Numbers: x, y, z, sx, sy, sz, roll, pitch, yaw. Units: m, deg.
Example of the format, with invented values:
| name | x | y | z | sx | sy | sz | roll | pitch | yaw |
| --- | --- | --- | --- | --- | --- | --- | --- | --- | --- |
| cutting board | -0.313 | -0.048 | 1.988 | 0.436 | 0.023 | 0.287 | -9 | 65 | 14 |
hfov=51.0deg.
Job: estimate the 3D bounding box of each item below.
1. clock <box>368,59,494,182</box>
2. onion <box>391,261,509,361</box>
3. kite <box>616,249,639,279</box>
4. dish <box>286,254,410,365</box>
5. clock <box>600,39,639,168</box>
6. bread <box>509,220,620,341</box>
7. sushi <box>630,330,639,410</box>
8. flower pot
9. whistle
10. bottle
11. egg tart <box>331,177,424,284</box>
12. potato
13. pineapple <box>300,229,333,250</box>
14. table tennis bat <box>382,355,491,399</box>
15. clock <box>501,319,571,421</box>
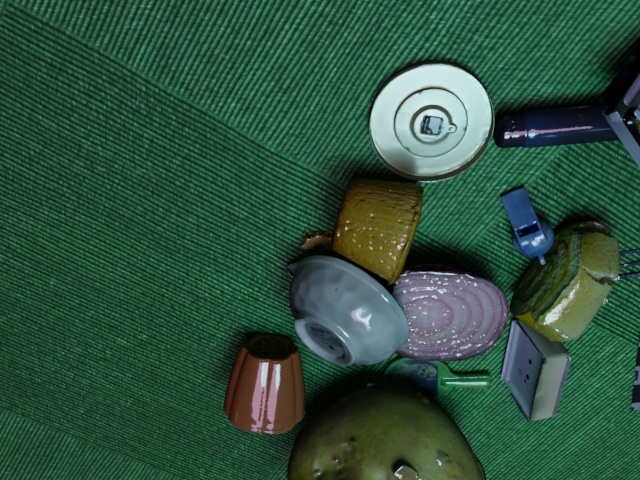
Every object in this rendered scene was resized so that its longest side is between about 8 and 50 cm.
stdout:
| name | x | y | z | sx | sy | sz | roll | pitch | yaw |
| --- | --- | --- | --- | --- | --- | --- | --- | --- | --- |
| clock | 0.206 | -0.218 | 1.251 | 0.235 | 0.029 | 0.235 | 0 | 122 | 1 |
| onion | 0.267 | 0.136 | 1.426 | 0.247 | 0.111 | 0.250 | 0 | 123 | 1 |
| kite | 0.707 | 0.035 | 1.414 | 0.229 | 0.016 | 0.127 | -11 | 119 | 4 |
| dish | 0.033 | 0.165 | 1.367 | 0.303 | 0.120 | 0.303 | 28 | 148 | 20 |
| clock | 0.595 | -0.241 | 1.150 | 0.186 | 0.083 | 0.253 | 45 | 75 | -23 |
| bread | 0.501 | 0.085 | 1.349 | 0.124 | 0.186 | 0.257 | 25 | 112 | -9 |
| sushi | 0.907 | 0.269 | 1.527 | 0.343 | 0.064 | 0.359 | -7 | 123 | 6 |
| flower pot | -0.122 | 0.315 | 1.518 | 0.191 | 0.190 | 0.173 | 5 | 112 | -2 |
| whistle | 0.420 | -0.025 | 1.351 | 0.090 | 0.090 | 0.158 | -22 | 80 | 14 |
| bottle | 0.444 | -0.210 | 1.229 | 0.244 | 0.082 | 0.072 | -4 | 78 | 3 |
| egg tart | 0.105 | -0.027 | 1.287 | 0.147 | 0.202 | 0.202 | 15 | 122 | 3 |
| potato | 0.111 | 0.512 | 1.522 | 0.442 | 0.385 | 0.319 | -32 | 101 | 12 |
| pineapple | 0.000 | 0.000 | 1.402 | 0.083 | 0.019 | 0.045 | 4 | 128 | -2 |
| table tennis bat | 0.276 | 0.333 | 1.599 | 0.257 | 0.039 | 0.160 | 0 | 125 | 4 |
| clock | 0.476 | 0.285 | 1.497 | 0.071 | 0.147 | 0.192 | -7 | 123 | -11 |
